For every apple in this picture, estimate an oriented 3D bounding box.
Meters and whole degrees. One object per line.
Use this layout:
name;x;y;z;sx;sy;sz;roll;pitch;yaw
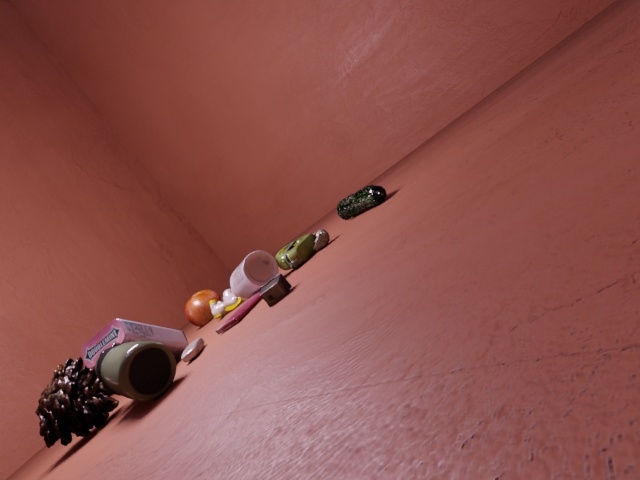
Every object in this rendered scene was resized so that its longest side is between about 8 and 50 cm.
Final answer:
apple;-0.639;0.361;2.403;0.209;0.164;0.209;-37;7;6

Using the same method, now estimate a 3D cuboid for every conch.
conch;0.004;0.001;1.694;0.085;0.056;0.076;104;-174;-45

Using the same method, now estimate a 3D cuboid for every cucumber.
cucumber;0.165;-0.161;1.778;0.096;0.096;0.359;-40;4;-20

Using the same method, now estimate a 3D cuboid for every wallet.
wallet;-0.279;0.251;1.608;0.119;0.025;0.232;-36;5;31

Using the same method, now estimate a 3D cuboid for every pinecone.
pinecone;-0.875;0.576;1.608;0.296;0.298;0.242;-28;-37;13

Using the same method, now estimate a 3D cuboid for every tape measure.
tape measure;-0.102;0.056;1.746;0.154;0.087;0.177;-18;18;40

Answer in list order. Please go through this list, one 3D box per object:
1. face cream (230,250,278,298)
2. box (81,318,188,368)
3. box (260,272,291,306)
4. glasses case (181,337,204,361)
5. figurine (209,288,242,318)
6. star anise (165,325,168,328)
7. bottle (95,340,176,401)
face cream;-0.297;0.167;1.830;0.145;0.145;0.369;-41;0;-31
box;-0.678;0.408;1.666;0.190;0.112;0.369;-38;-28;7
box;-0.136;0.150;1.320;0.084;0.060;0.063;-36;10;7
glasses case;-0.437;0.375;1.518;0.063;0.041;0.164;-40;6;-5
figurine;-0.427;0.291;2.048;0.178;0.109;0.129;-38;31;0
star anise;-0.758;0.528;2.034;0.212;0.129;0.283;-44;13;6
bottle;-0.585;0.394;1.359;0.347;0.168;0.168;-15;21;47
